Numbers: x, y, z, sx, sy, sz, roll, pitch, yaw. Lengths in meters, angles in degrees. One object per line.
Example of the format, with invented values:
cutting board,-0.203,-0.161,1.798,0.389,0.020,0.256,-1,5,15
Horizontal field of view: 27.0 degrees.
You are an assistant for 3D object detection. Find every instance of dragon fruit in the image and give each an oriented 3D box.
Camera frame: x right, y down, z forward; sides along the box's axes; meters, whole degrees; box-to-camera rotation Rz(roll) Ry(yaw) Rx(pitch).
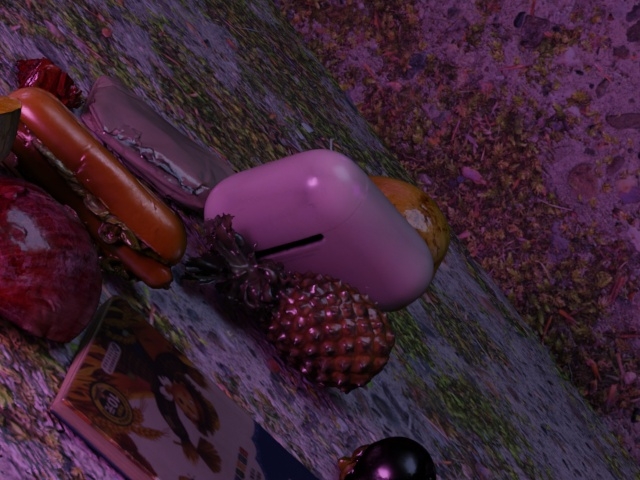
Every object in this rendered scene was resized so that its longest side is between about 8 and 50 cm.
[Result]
dragon fruit,-0.413,-0.249,2.100,0.131,0.063,0.097,34,21,-41

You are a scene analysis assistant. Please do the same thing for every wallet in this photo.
wallet,-0.269,-0.153,2.265,0.335,0.068,0.275,39,13,-6

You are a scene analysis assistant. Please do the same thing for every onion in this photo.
onion,-0.356,0.007,1.540,0.227,0.120,0.283,47,15,14

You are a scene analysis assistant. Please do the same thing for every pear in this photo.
pear,0.113,0.000,2.554,0.271,0.271,0.271,43,16,-16

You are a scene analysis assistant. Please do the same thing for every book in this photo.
book,-0.134,0.271,1.636,0.428,0.039,0.300,44,16,-13

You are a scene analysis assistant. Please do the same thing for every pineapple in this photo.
pineapple,-0.049,0.093,2.074,0.361,0.175,0.175,40,17,-16

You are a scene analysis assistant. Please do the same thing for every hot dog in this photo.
hot dog,-0.314,-0.061,1.801,0.337,0.135,0.100,45,37,-7

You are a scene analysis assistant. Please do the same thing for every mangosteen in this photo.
mangosteen,0.092,0.344,1.938,0.151,0.137,0.137,17,-2,32

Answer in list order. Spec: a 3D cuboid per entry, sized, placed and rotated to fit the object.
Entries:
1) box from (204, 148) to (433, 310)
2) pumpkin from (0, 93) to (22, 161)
box,0.000,0.001,2.169,0.349,0.289,0.141,46,43,-38
pumpkin,-0.457,-0.121,1.566,0.217,0.217,0.110,-43,132,-74
